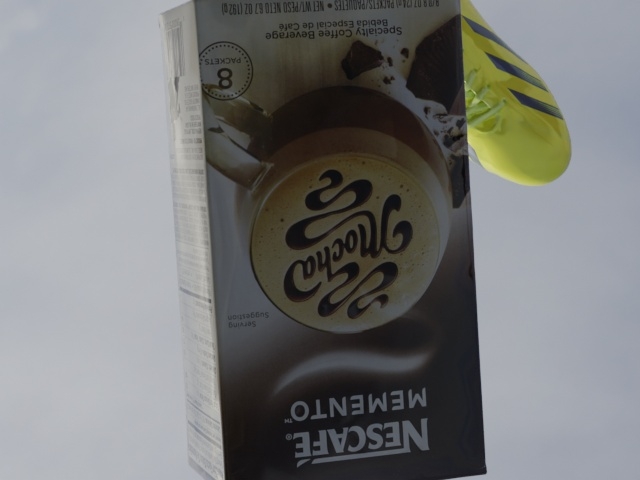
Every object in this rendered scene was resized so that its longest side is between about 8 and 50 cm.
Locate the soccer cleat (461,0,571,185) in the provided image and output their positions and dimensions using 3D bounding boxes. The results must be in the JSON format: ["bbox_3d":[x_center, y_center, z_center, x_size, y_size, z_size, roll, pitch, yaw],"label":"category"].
[{"bbox_3d":[0.091,-0.154,1.220,0.093,0.289,0.121,-36,-176,16],"label":"soccer cleat"}]

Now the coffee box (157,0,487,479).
[{"bbox_3d":[0.000,0.000,0.964,0.168,0.297,0.119,-5,-176,-16],"label":"coffee box"}]
